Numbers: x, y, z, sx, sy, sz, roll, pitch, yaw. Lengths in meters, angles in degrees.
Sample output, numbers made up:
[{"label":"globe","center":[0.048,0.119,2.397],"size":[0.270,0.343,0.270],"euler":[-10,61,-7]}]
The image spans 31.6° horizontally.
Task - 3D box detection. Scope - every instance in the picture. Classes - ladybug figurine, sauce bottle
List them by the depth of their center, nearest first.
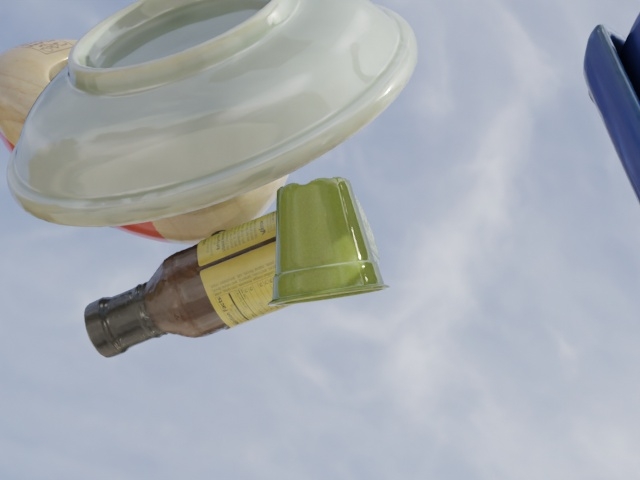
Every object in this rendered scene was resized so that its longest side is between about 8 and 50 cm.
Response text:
[{"label":"sauce bottle","center":[-0.106,0.043,1.301],"size":[0.344,0.111,0.111],"euler":[-20,-50,11]},{"label":"ladybug figurine","center":[-0.248,-0.126,1.474],"size":[0.449,0.305,0.162],"euler":[28,-57,23]}]

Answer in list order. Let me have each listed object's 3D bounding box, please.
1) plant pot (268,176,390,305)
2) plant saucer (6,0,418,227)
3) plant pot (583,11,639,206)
[{"label":"plant pot","center":[0.000,0.000,0.768],"size":[0.083,0.079,0.083],"euler":[-9,-5,-1]},{"label":"plant saucer","center":[-0.114,-0.161,1.037],"size":[0.400,0.400,0.101],"euler":[-8,-59,21]},{"label":"plant pot","center":[0.343,-0.094,0.835],"size":[0.212,0.236,0.236],"euler":[-34,-30,32]}]
